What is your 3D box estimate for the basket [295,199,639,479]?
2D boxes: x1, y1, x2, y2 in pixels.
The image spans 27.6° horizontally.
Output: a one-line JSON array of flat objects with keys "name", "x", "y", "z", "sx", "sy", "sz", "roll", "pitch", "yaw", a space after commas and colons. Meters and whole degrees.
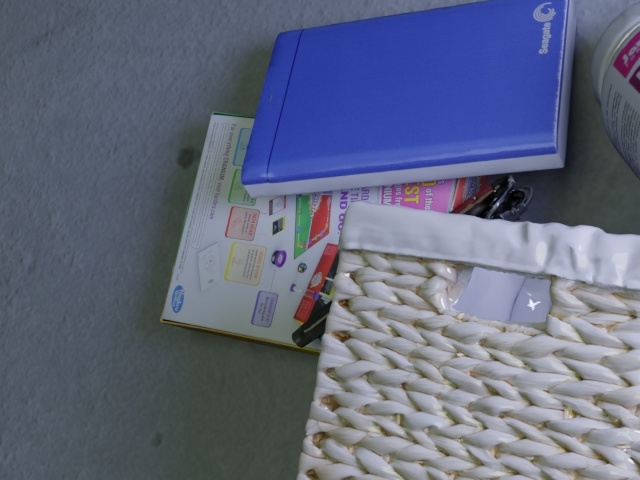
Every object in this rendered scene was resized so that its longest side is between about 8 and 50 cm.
[{"name": "basket", "x": 0.203, "y": 0.136, "z": 1.038, "sx": 0.328, "sy": 0.331, "sz": 0.266, "roll": 9, "pitch": 83, "yaw": 40}]

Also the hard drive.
[{"name": "hard drive", "x": 0.089, "y": -0.147, "z": 1.304, "sx": 0.319, "sy": 0.040, "sz": 0.210, "roll": -5, "pitch": 52, "yaw": 23}]

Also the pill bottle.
[{"name": "pill bottle", "x": 0.326, "y": -0.103, "z": 1.078, "sx": 0.160, "sy": 0.160, "sz": 0.283, "roll": -43, "pitch": 22, "yaw": 13}]

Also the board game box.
[{"name": "board game box", "x": 0.000, "y": 0.000, "z": 1.361, "sx": 0.316, "sy": 0.064, "sz": 0.242, "roll": 9, "pitch": 82, "yaw": 31}]

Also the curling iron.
[{"name": "curling iron", "x": 0.081, "y": 0.021, "z": 1.238, "sx": 0.274, "sy": 0.068, "sz": 0.035, "roll": -33, "pitch": 105, "yaw": 16}]
